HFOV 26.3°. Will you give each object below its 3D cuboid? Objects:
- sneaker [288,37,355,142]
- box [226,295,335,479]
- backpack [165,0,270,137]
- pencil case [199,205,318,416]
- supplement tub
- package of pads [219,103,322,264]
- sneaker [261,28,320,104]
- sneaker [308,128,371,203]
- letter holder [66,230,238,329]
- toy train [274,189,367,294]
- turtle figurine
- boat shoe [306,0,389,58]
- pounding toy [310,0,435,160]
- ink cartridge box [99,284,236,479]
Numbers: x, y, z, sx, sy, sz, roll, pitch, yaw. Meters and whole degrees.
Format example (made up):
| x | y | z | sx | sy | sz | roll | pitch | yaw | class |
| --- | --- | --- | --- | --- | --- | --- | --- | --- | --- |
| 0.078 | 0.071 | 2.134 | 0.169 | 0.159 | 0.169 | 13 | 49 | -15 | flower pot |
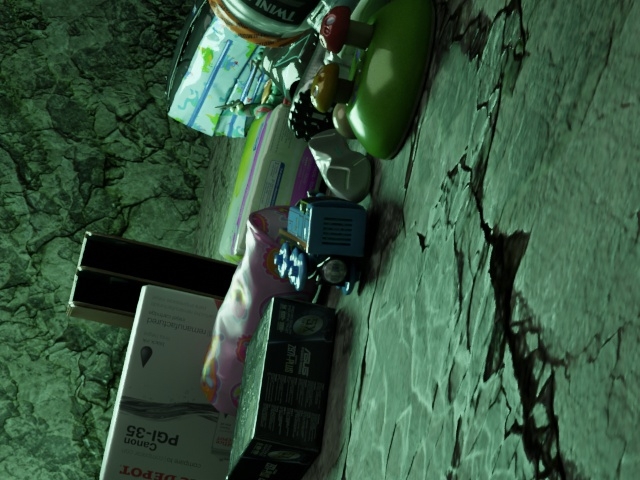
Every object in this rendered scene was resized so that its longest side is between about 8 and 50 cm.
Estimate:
| x | y | z | sx | sy | sz | roll | pitch | yaw | class |
| --- | --- | --- | --- | --- | --- | --- | --- | --- | --- |
| 0.023 | -0.232 | 1.776 | 0.106 | 0.078 | 0.234 | -83 | 15 | -48 | sneaker |
| -0.045 | 0.179 | 1.582 | 0.147 | 0.077 | 0.180 | 118 | 163 | -57 | box |
| -0.193 | -0.383 | 2.820 | 0.355 | 0.273 | 0.290 | -49 | 23 | 22 | backpack |
| -0.066 | 0.089 | 1.734 | 0.124 | 0.124 | 0.284 | -93 | 19 | -60 | pencil case |
| -0.022 | -0.407 | 1.783 | 0.316 | 0.193 | 0.193 | 128 | 155 | -48 | supplement tub |
| -0.067 | -0.066 | 1.987 | 0.296 | 0.101 | 0.229 | -176 | 100 | -81 | package of pads |
| 0.001 | -0.299 | 2.011 | 0.106 | 0.101 | 0.267 | 67 | 148 | 25 | sneaker |
| 0.031 | -0.076 | 1.603 | 0.152 | 0.053 | 0.061 | -116 | 5 | -59 | sneaker |
| -0.279 | 0.085 | 2.403 | 0.214 | 0.302 | 0.152 | 150 | 132 | -77 | letter holder |
| 0.000 | 0.000 | 1.531 | 0.184 | 0.080 | 0.105 | -149 | 65 | -77 | toy train |
| -0.085 | -0.260 | 2.319 | 0.175 | 0.118 | 0.234 | -47 | 12 | 43 | turtle figurine |
| 0.057 | -0.322 | 1.575 | 0.095 | 0.079 | 0.254 | -41 | -13 | -39 | boat shoe |
| 0.040 | -0.191 | 1.499 | 0.237 | 0.110 | 0.183 | -133 | 57 | -78 | pounding toy |
| -0.175 | 0.219 | 1.895 | 0.117 | 0.207 | 0.283 | 162 | 120 | -81 | ink cartridge box |
